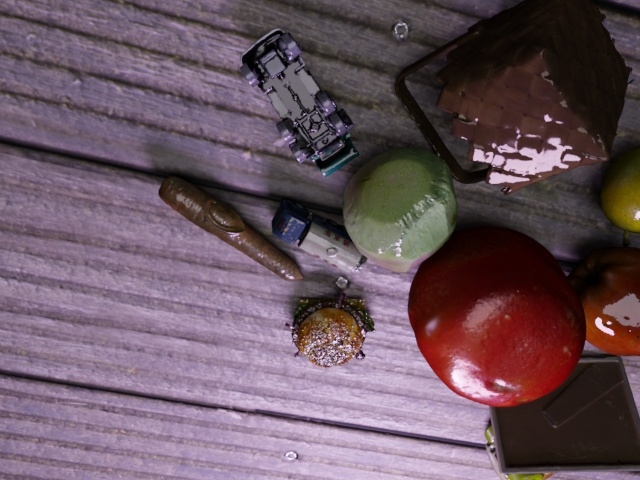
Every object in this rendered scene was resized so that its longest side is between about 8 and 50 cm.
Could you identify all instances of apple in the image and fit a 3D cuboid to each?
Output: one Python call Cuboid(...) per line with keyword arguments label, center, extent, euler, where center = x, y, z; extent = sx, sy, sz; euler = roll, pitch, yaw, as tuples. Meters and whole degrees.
Cuboid(label="apple", center=(0.611, 0.119, 0.993), extent=(0.233, 0.234, 0.234), euler=(-1, 112, -3))

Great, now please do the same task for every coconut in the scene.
Cuboid(label="coconut", center=(0.145, -0.053, 0.901), extent=(0.204, 0.236, 0.236), euler=(-1, 113, 16))

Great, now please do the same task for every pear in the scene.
Cuboid(label="pear", center=(0.623, -0.077, 0.952), extent=(0.179, 0.166, 0.216), euler=(-1, 135, -16))

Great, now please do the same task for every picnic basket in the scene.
Cuboid(label="picnic basket", center=(0.299, -0.227, 0.814), extent=(0.320, 0.291, 0.254), euler=(-14, 124, 50))

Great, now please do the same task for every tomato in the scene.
Cuboid(label="tomato", center=(0.333, 0.138, 0.951), extent=(0.325, 0.293, 0.290), euler=(41, 116, -8))

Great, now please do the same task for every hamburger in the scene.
Cuboid(label="hamburger", center=(0.027, 0.199, 1.053), extent=(0.189, 0.093, 0.164), euler=(-13, 112, 0))

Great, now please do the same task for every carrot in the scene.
Cuboid(label="carrot", center=(-0.162, -0.014, 0.974), extent=(0.342, 0.070, 0.070), euler=(36, 106, -17))

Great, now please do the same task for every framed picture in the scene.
Cuboid(label="framed picture", center=(0.542, 0.383, 1.102), extent=(0.334, 0.248, 0.022), euler=(0, 153, -3))

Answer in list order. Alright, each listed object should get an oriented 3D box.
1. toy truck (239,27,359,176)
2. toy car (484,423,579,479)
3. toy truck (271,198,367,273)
Cuboid(label="toy truck", center=(-0.031, -0.234, 0.860), extent=(0.114, 0.124, 0.253), euler=(-33, 108, 9))
Cuboid(label="toy car", center=(0.534, 0.517, 1.203), extent=(0.234, 0.145, 0.235), euler=(-9, 129, -12))
Cuboid(label="toy truck", center=(0.000, 0.000, 0.974), extent=(0.201, 0.088, 0.074), euler=(28, 109, -13))
